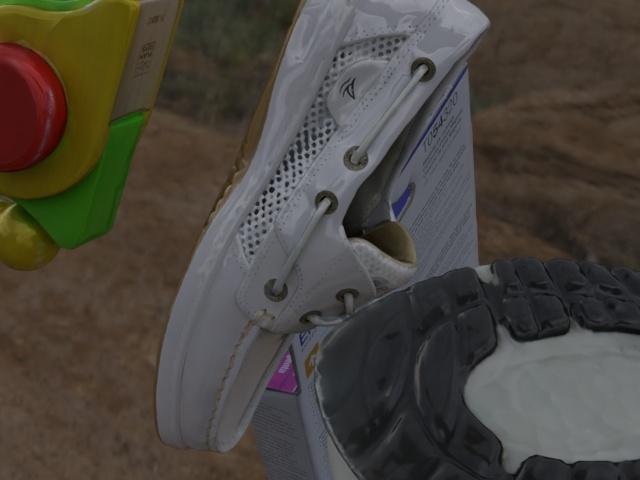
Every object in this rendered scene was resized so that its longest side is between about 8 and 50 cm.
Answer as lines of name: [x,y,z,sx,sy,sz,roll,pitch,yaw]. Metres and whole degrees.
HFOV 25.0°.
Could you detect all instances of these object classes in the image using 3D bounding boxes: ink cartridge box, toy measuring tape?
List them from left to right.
toy measuring tape: [-0.137,-0.137,0.784,0.121,0.330,0.121,17,20,-6]
ink cartridge box: [0.044,0.059,1.251,0.071,0.330,0.324,17,52,24]

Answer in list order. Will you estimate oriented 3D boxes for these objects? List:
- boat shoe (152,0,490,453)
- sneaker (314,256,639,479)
boat shoe: [0.000,0.000,0.703,0.096,0.277,0.098,27,22,10]
sneaker: [0.172,0.107,0.571,0.411,0.182,0.158,2,43,-21]
